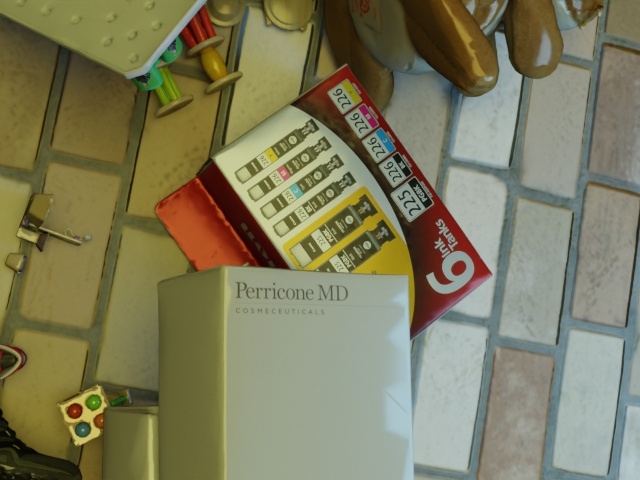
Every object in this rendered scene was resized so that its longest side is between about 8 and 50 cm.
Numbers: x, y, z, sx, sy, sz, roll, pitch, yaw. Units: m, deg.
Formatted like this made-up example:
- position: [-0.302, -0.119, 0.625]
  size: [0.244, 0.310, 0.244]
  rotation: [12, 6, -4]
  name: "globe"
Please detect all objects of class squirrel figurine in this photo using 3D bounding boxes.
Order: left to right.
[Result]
- position: [0.189, -0.380, 1.306]
  size: [0.370, 0.281, 0.397]
  rotation: [-26, 94, -23]
  name: "squirrel figurine"

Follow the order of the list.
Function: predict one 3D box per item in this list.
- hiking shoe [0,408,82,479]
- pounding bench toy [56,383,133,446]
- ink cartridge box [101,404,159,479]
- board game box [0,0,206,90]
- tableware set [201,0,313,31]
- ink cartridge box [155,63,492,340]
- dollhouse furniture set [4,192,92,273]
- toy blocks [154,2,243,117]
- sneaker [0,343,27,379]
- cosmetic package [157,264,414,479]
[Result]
- position: [-0.360, 0.212, 1.149]
  size: [0.226, 0.086, 0.114]
  rotation: [16, 46, -5]
  name: "hiking shoe"
- position: [-0.251, 0.192, 1.217]
  size: [0.083, 0.065, 0.052]
  rotation: [-24, 91, -17]
  name: "pounding bench toy"
- position: [-0.087, 0.368, 1.166]
  size: [0.279, 0.160, 0.385]
  rotation: [3, 83, -30]
  name: "ink cartridge box"
- position: [-0.210, -0.376, 1.184]
  size: [0.390, 0.050, 0.390]
  rotation: [28, 74, 29]
  name: "board game box"
- position: [-0.087, -0.333, 1.346]
  size: [0.168, 0.020, 0.141]
  rotation: [-2, 85, -16]
  name: "tableware set"
- position: [0.000, 0.000, 1.276]
  size: [0.271, 0.130, 0.309]
  rotation: [-37, 95, -15]
  name: "ink cartridge box"
- position: [-0.298, -0.002, 1.202]
  size: [0.081, 0.114, 0.091]
  rotation: [22, 76, -17]
  name: "dollhouse furniture set"
- position: [-0.180, -0.239, 1.291]
  size: [0.123, 0.054, 0.148]
  rotation: [-28, 92, -17]
  name: "toy blocks"
- position: [-0.386, 0.139, 1.184]
  size: [0.118, 0.067, 0.042]
  rotation: [-11, 88, -15]
  name: "sneaker"
- position: [-0.034, 0.221, 1.029]
  size: [0.217, 0.156, 0.385]
  rotation: [2, 84, -31]
  name: "cosmetic package"
